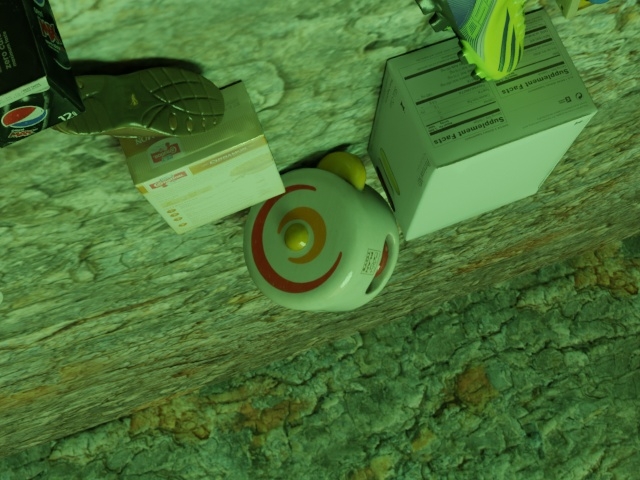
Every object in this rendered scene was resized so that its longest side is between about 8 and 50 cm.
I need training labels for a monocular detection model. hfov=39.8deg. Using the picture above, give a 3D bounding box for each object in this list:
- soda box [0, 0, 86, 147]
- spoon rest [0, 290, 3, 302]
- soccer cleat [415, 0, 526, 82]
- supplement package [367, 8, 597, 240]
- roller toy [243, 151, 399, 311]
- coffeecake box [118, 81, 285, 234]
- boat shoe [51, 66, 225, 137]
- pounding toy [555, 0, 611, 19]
[{"bbox_3d":[-0.194,-0.144,0.513,0.060,0.169,0.053,-23,165,3],"label":"soda box"},{"bbox_3d":[-0.510,0.098,1.038,0.276,0.084,0.137,-7,158,-42],"label":"spoon rest"},{"bbox_3d":[0.169,-0.234,0.854,0.121,0.093,0.289,-33,162,17],"label":"soccer cleat"},{"bbox_3d":[0.186,-0.133,1.108,0.204,0.145,0.262,-20,164,-8],"label":"supplement package"},{"bbox_3d":[0.000,0.000,1.203,0.209,0.191,0.146,-29,162,23],"label":"roller toy"},{"bbox_3d":[-0.125,-0.085,0.984,0.142,0.068,0.185,-22,164,-1],"label":"coffeecake box"},{"bbox_3d":[-0.173,-0.126,0.818,0.178,0.064,0.060,-8,-171,-38],"label":"boat shoe"},{"bbox_3d":[0.300,-0.284,0.844,0.141,0.100,0.130,-22,165,0],"label":"pounding toy"}]
